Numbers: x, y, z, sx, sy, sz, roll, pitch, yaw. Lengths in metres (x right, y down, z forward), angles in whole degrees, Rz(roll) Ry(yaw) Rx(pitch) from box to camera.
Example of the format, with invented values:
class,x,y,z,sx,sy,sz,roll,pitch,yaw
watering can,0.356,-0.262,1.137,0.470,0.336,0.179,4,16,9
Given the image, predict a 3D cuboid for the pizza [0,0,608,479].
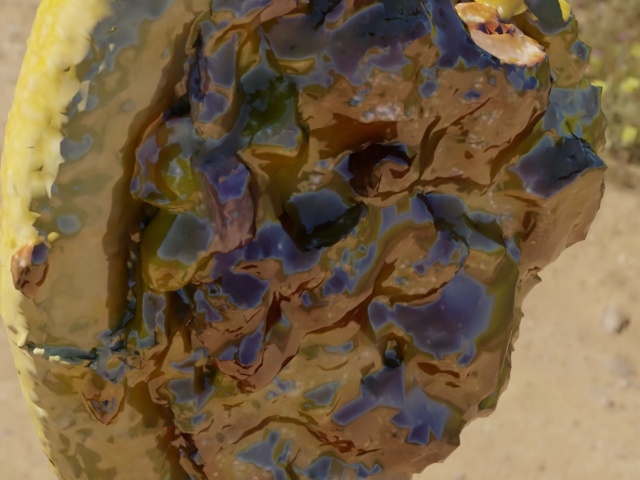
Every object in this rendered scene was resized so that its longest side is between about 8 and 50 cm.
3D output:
class,x,y,z,sx,sy,sz,roll,pitch,yaw
pizza,0.000,0.000,0.758,0.278,0.409,0.114,-17,37,-31
